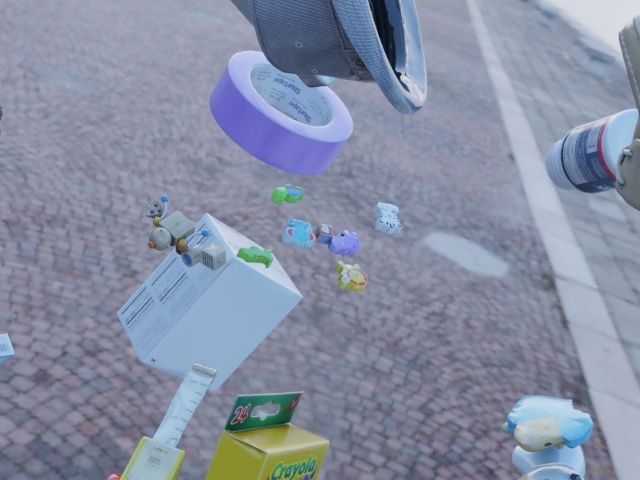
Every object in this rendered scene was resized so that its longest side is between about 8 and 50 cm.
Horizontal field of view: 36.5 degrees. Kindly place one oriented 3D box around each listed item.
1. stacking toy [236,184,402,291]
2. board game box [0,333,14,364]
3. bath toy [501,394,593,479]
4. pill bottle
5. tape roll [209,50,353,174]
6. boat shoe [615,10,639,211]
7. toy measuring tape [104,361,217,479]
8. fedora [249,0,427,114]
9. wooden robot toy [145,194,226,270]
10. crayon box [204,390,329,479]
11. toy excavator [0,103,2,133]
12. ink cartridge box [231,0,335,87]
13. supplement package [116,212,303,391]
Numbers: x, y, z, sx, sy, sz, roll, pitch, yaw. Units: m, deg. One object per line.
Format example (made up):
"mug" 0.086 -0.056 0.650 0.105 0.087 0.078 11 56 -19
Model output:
"stacking toy" 0.000 0.000 1.511 0.221 0.167 0.052 11 46 -20
"board game box" -0.420 0.139 1.028 0.154 0.103 0.026 -2 63 -56
"bath toy" 0.335 0.383 1.308 0.129 0.348 0.151 1 27 37
"pill bottle" 0.415 -0.125 1.430 0.108 0.108 0.180 14 -8 -17
"tape roll" -0.075 -0.251 1.892 0.275 0.090 0.275 24 33 -17
"boat shoe" 0.360 -0.067 1.007 0.110 0.341 0.122 -15 6 35
"toy measuring tape" -0.227 0.322 1.348 0.121 0.121 0.330 21 46 4
"fedora" 0.006 -0.234 0.933 0.124 0.243 0.275 -12 -16 17
"wooden robot toy" -0.234 0.003 1.519 0.173 0.076 0.079 39 46 19
"crayon box" -0.094 0.372 1.353 0.081 0.318 0.202 21 4 26
"toy excavator" -0.715 -0.083 1.505 0.222 0.445 0.433 -2 -14 16
"ink cartridge box" -0.015 -0.371 1.205 0.275 0.239 0.060 46 -14 -24
"supplement package" -0.206 0.122 1.818 0.204 0.262 0.145 33 14 -45
